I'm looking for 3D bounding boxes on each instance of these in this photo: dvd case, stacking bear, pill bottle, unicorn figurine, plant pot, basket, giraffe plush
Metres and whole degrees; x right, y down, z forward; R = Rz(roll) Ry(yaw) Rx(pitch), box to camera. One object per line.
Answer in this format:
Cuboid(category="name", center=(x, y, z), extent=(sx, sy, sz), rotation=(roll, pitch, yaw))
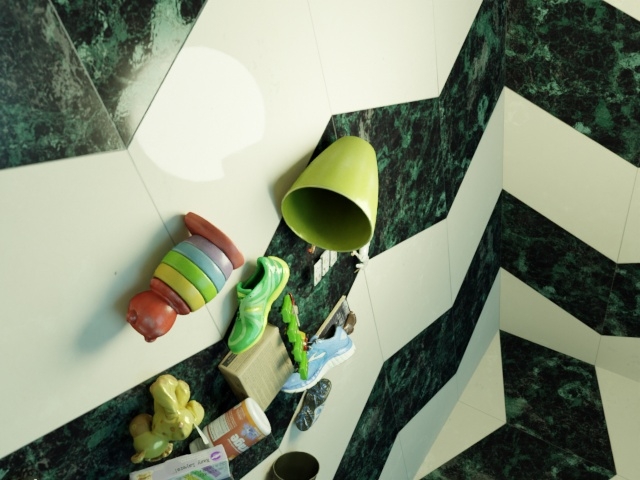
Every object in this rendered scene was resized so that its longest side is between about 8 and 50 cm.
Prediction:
Cuboid(category="dvd case", center=(0.047, 0.335, 2.198), extent=(0.221, 0.018, 0.164), rotation=(-53, 145, -27))
Cuboid(category="stacking bear", center=(-0.329, 0.103, 1.378), extent=(0.289, 0.164, 0.175), rotation=(-49, 143, -23))
Cuboid(category="pill bottle", center=(-0.261, 0.560, 1.693), extent=(0.216, 0.121, 0.121), rotation=(-34, 142, -2))
Cuboid(category="unicorn figurine", center=(0.150, 0.044, 2.155), extent=(0.111, 0.060, 0.162), rotation=(20, 90, -58))
Cuboid(category="plant pot", center=(0.063, -0.164, 1.755), extent=(0.275, 0.275, 0.293), rotation=(71, 33, -46))
Cuboid(category="basket", center=(-0.111, 0.919, 2.158), extent=(0.204, 0.154, 0.227), rotation=(-11, 120, -57))
Cuboid(category="giraffe plush", center=(-0.398, 0.466, 1.476), extent=(0.170, 0.210, 0.181), rotation=(-37, 148, 1))

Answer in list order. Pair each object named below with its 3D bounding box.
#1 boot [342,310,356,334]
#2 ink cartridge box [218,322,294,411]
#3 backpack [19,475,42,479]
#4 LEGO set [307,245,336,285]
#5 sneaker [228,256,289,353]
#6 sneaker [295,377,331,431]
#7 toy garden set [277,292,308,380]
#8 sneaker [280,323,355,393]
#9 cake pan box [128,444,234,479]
Cuboid(category="boot", center=(0.087, 0.329, 2.208), extent=(0.114, 0.037, 0.106), rotation=(-25, 125, -44))
Cuboid(category="ink cartridge box", center=(-0.189, 0.389, 1.800), extent=(0.193, 0.088, 0.235), rotation=(-50, 142, -31))
Cuboid(category="backpack", center=(-0.611, 0.727, 1.225), extent=(0.290, 0.273, 0.355), rotation=(-45, 153, -45))
Cuboid(category="LEGO set", center=(0.000, 0.000, 1.940), extent=(0.182, 0.060, 0.244), rotation=(-48, 145, -52))
Cuboid(category="sneaker", center=(-0.201, 0.176, 1.677), extent=(0.123, 0.109, 0.295), rotation=(28, 84, -36))
Cuboid(category="sneaker", center=(-0.026, 0.609, 2.196), extent=(0.211, 0.080, 0.081), rotation=(-57, 164, -15))
Cuboid(category="toy garden set", center=(-0.091, 0.286, 1.855), extent=(0.204, 0.049, 0.244), rotation=(-87, 163, -72))
Cuboid(category="sneaker", center=(-0.039, 0.400, 2.025), extent=(0.330, 0.130, 0.147), rotation=(-33, 102, -29))
Cuboid(category="cake pan box", center=(-0.364, 0.699, 1.605), extent=(0.267, 0.070, 0.246), rotation=(-11, 120, -21))
